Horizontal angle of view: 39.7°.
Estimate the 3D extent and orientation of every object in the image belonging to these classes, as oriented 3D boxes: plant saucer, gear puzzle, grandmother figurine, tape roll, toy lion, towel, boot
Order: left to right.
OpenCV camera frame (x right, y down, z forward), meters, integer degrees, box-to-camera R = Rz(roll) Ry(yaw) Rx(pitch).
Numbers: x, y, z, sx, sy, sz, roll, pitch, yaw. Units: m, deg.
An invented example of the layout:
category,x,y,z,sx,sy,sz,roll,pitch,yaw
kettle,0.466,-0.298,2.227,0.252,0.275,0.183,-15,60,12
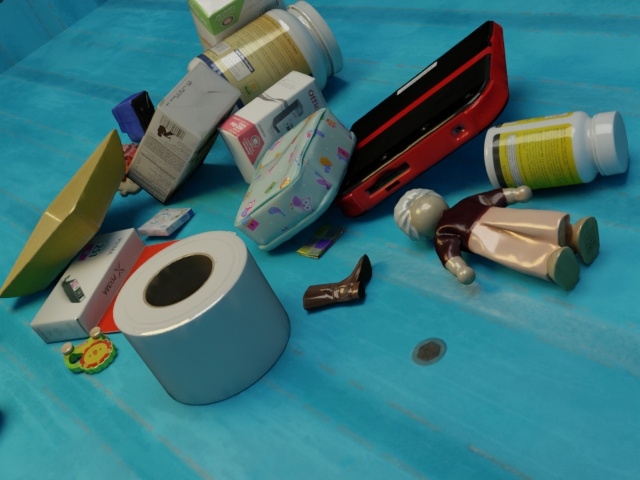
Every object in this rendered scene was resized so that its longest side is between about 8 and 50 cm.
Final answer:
category,x,y,z,sx,sy,sz,roll,pitch,yaw
plant saucer,-0.551,-0.046,1.960,0.333,0.081,0.333,-42,23,31
toy lion,-0.427,0.213,1.643,0.100,0.034,0.096,-28,40,0
gear puzzle,-0.456,-0.184,2.200,0.339,0.044,0.175,12,50,46
tape roll,-0.193,0.124,1.458,0.246,0.169,0.246,-20,34,14
towel,0.000,0.000,1.633,0.060,0.009,0.083,13,50,45
boot,0.025,0.071,1.495,0.114,0.037,0.106,-15,32,28
grandmother figurine,0.259,-0.021,1.389,0.342,0.104,0.208,15,43,44

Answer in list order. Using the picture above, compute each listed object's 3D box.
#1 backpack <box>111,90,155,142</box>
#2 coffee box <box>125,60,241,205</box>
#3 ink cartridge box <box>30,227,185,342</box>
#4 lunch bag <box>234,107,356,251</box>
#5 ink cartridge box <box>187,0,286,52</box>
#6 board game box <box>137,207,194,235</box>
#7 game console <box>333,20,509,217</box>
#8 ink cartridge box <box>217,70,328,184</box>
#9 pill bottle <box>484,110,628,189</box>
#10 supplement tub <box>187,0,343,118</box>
category,x,y,z,sx,sy,sz,roll,pitch,yaw
backpack,-0.483,-0.321,2.343,0.101,0.120,0.098,-12,25,33
coffee box,-0.303,-0.228,1.942,0.168,0.119,0.297,-56,5,-35
ink cartridge box,-0.423,0.081,1.795,0.239,0.060,0.275,-11,36,28
lunch bag,-0.049,-0.118,1.703,0.224,0.108,0.279,-37,21,36
ink cartridge box,-0.193,-0.528,2.197,0.207,0.353,0.119,-35,68,-11
board game box,-0.335,-0.040,1.919,0.090,0.020,0.090,0,31,38
game console,0.187,-0.228,1.669,0.386,0.060,0.342,-34,22,30
ink cartridge box,-0.084,-0.232,1.880,0.218,0.158,0.092,-41,38,-18
pill bottle,0.385,-0.146,1.446,0.208,0.119,0.119,-6,39,32
supplement tub,-0.127,-0.399,2.082,0.316,0.228,0.228,-35,33,-10
